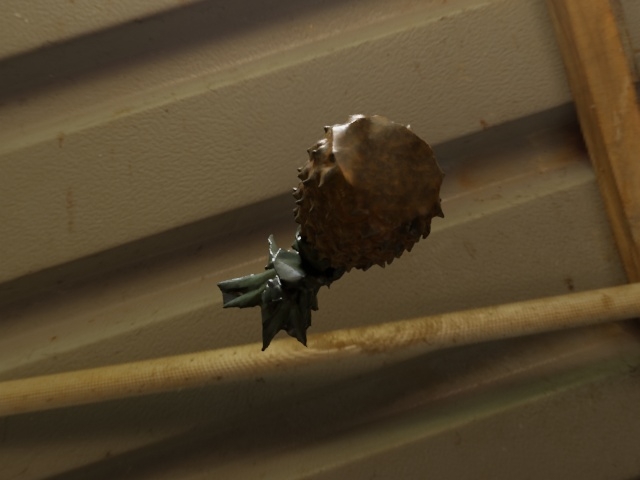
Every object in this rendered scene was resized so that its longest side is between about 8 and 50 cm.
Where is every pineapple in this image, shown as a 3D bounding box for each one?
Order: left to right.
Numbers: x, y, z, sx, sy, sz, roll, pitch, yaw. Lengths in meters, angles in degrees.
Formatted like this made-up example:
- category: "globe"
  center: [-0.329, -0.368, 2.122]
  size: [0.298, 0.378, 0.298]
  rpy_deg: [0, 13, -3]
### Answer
- category: "pineapple"
  center: [0.000, 0.000, 0.633]
  size: [0.119, 0.277, 0.130]
  rpy_deg: [8, -120, -22]
